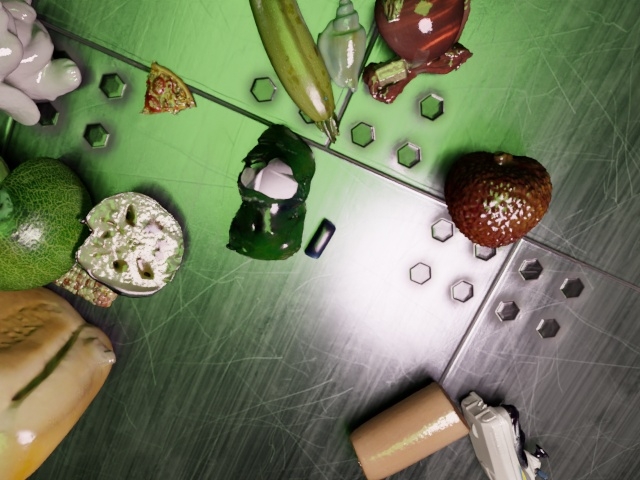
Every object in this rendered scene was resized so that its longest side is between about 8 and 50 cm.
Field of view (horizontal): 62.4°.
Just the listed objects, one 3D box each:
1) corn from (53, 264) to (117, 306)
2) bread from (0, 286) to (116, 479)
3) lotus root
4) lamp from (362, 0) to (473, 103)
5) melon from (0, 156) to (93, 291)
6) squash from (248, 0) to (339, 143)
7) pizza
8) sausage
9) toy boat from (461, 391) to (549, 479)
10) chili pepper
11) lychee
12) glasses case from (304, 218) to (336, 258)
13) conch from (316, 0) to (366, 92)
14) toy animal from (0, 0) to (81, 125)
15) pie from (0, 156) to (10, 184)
[{"bbox_3d":[-0.503,0.055,1.036,0.237,0.079,0.080,27,103,-7],"label":"corn"},{"bbox_3d":[-0.596,0.255,0.934,0.348,0.376,0.253,33,103,-11],"label":"bread"},{"bbox_3d":[-0.366,0.005,1.014,0.183,0.078,0.204,-46,119,-12],"label":"lotus root"},{"bbox_3d":[0.160,-0.362,0.898,0.215,0.151,0.223,-18,106,8],"label":"lamp"},{"bbox_3d":[-0.494,-0.020,0.929,0.129,0.169,0.265,23,81,-4],"label":"melon"},{"bbox_3d":[-0.045,-0.326,0.935,0.094,0.094,0.341,-23,105,5],"label":"squash"},{"bbox_3d":[-0.279,-0.269,0.978,0.099,0.029,0.100,17,104,-6],"label":"pizza"},{"bbox_3d":[0.175,0.409,1.114,0.252,0.123,0.123,-34,103,8],"label":"sausage"},{"bbox_3d":[0.399,0.449,1.128,0.140,0.141,0.269,-32,105,7],"label":"toy boat"},{"bbox_3d":[-0.085,-0.079,0.985,0.148,0.116,0.265,14,105,-7],"label":"chili pepper"},{"bbox_3d":[0.315,-0.078,0.959,0.194,0.194,0.195,0,105,-1],"label":"lychee"},{"bbox_3d":[0.000,0.000,1.055,0.033,0.023,0.083,30,103,-5],"label":"glasses case"},{"bbox_3d":[0.038,-0.355,0.941,0.088,0.065,0.180,-4,113,-1],"label":"conch"},{"bbox_3d":[-0.552,-0.313,0.844,0.205,0.265,0.272,-25,106,7],"label":"toy animal"},{"bbox_3d":[-0.681,-0.091,0.981,0.274,0.055,0.274,5,106,16],"label":"pie"}]
